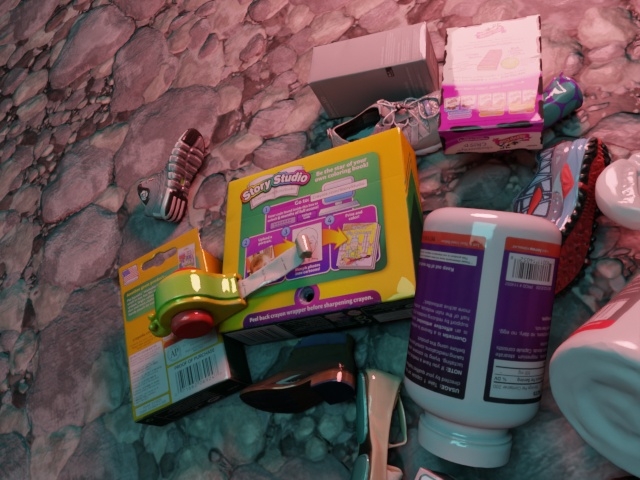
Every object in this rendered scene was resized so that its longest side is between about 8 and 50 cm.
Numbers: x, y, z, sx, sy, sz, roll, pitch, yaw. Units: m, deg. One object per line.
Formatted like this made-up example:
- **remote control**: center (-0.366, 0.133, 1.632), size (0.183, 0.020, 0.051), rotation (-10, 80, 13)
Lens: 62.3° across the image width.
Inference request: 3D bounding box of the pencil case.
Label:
- **pencil case**: center (0.368, -0.218, 0.913), size (0.151, 0.064, 0.070), rotation (-32, 82, 7)

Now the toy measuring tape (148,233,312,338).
- **toy measuring tape**: center (-0.172, 0.072, 0.871), size (0.330, 0.121, 0.121), rotation (-32, 56, 20)

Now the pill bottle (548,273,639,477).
- **pill bottle**: center (0.430, 0.109, 0.606), size (0.318, 0.176, 0.176), rotation (-29, 52, -25)

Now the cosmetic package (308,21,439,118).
- **cosmetic package**: center (0.107, -0.331, 1.054), size (0.238, 0.127, 0.107), rotation (-7, 63, 24)

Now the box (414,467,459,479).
- **box**: center (0.119, 0.441, 0.650), size (0.087, 0.169, 0.290), rotation (20, 77, 31)

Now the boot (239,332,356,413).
- **boot**: center (-0.033, 0.225, 0.899), size (0.219, 0.082, 0.106), rotation (-15, 37, 25)

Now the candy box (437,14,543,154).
- **candy box**: center (0.287, -0.260, 0.886), size (0.159, 0.071, 0.233), rotation (0, 63, 21)

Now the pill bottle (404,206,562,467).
- **pill bottle**: center (0.214, 0.123, 0.722), size (0.181, 0.181, 0.323), rotation (8, 91, 28)

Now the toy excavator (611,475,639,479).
- **toy excavator**: center (0.558, 0.396, 0.471), size (0.432, 0.222, 0.445), rotation (-27, 72, 11)

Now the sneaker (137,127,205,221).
- **sneaker**: center (-0.355, -0.154, 1.211), size (0.132, 0.086, 0.229), rotation (3, 69, 29)

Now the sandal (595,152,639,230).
- **sandal**: center (0.589, -0.072, 0.721), size (0.416, 0.102, 0.169), rotation (-3, 50, 9)

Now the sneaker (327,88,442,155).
- **sneaker**: center (0.145, -0.214, 0.984), size (0.281, 0.115, 0.105), rotation (-24, 58, 13)

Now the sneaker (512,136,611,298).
- **sneaker**: center (0.358, -0.031, 0.827), size (0.125, 0.104, 0.262), rotation (9, 74, 57)

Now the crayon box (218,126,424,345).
- **crayon box**: center (0.000, 0.000, 0.946), size (0.362, 0.106, 0.313), rotation (-14, 60, 24)

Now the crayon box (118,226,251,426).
- **crayon box**: center (-0.269, 0.160, 1.018), size (0.203, 0.083, 0.323), rotation (-27, 59, 11)

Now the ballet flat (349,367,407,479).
- **ballet flat**: center (0.088, 0.315, 0.783), size (0.086, 0.086, 0.248), rotation (-4, 63, 24)
